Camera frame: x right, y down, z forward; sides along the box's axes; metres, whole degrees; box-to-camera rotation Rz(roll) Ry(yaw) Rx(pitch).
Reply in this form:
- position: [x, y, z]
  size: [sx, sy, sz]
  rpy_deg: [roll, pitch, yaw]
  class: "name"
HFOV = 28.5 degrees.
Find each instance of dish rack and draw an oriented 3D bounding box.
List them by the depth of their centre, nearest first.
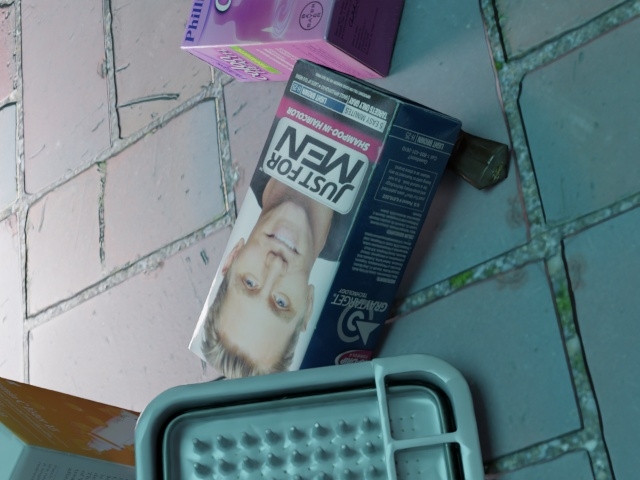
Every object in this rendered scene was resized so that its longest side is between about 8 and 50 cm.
- position: [-0.006, 0.267, 1.212]
  size: [0.332, 0.072, 0.286]
  rpy_deg: [-7, 67, 2]
  class: "dish rack"

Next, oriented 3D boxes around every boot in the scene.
- position: [0.138, -0.071, 1.332]
  size: [0.114, 0.037, 0.106]
  rpy_deg: [33, 98, 39]
  class: "boot"

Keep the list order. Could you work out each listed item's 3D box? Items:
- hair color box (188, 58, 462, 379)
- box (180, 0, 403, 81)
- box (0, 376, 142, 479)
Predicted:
- position: [0.000, 0.000, 1.343]
  size: [0.174, 0.105, 0.347]
  rpy_deg: [29, 102, 44]
  class: "hair color box"
- position: [-0.023, -0.311, 1.507]
  size: [0.243, 0.117, 0.214]
  rpy_deg: [5, 77, 43]
  class: "box"
- position: [-0.261, 0.273, 1.331]
  size: [0.215, 0.345, 0.168]
  rpy_deg: [25, 90, 43]
  class: "box"
